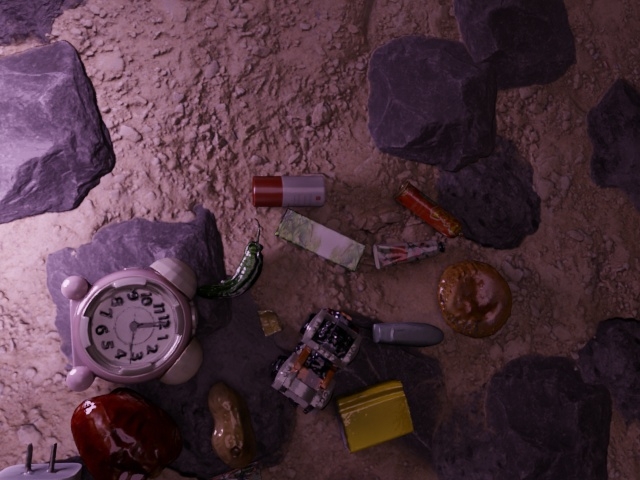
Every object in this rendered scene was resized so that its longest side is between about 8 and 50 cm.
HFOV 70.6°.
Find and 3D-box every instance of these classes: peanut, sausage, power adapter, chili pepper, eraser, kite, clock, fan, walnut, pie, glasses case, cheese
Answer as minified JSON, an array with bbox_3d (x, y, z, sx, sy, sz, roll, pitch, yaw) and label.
[{"bbox_3d":[-0.250,0.509,1.246,0.120,0.110,0.237,-20,85,-5],"label":"peanut"},{"bbox_3d":[0.364,-0.090,1.475,0.263,0.083,0.083,35,77,-6],"label":"sausage"},{"bbox_3d":[-0.707,0.640,1.125,0.186,0.124,0.256,5,82,-12],"label":"power adapter"},{"bbox_3d":[-0.235,0.079,1.329,0.122,0.065,0.279,40,81,-8],"label":"chili pepper"},{"bbox_3d":[0.158,0.521,1.351,0.225,0.069,0.158,-13,88,-14],"label":"eraser"},{"bbox_3d":[-0.257,0.717,1.263,0.183,0.014,0.241,33,78,-5],"label":"kite"},{"bbox_3d":[-0.486,0.225,1.204,0.325,0.184,0.343,-5,89,-17],"label":"clock"},{"bbox_3d":[-0.195,0.691,1.286,0.055,0.004,0.084,0,83,-12],"label":"fan"},{"bbox_3d":[-0.504,0.506,1.159,0.269,0.244,0.221,51,37,5],"label":"walnut"},{"bbox_3d":[0.500,0.193,1.468,0.273,0.069,0.274,1,84,-7],"label":"pie"},{"bbox_3d":[0.000,0.000,1.391,0.272,0.062,0.096,26,86,-7],"label":"glasses case"},{"bbox_3d":[-0.151,0.234,1.338,0.060,0.041,0.084,-21,103,-6],"label":"cheese"}]

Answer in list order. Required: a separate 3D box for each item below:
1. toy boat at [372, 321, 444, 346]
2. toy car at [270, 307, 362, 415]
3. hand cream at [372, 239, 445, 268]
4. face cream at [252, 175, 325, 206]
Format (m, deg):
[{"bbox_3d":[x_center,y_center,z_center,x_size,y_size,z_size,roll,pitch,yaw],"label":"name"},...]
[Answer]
[{"bbox_3d":[0.277,0.293,1.408,0.260,0.085,0.078,6,81,-22],"label":"toy boat"},{"bbox_3d":[-0.007,0.341,1.319,0.193,0.118,0.301,36,76,-3],"label":"toy car"},{"bbox_3d":[0.286,0.036,1.458,0.233,0.050,0.080,-9,88,-7],"label":"hand cream"},{"bbox_3d":[-0.097,-0.149,1.372,0.213,0.096,0.096,-2,83,-12],"label":"face cream"}]
